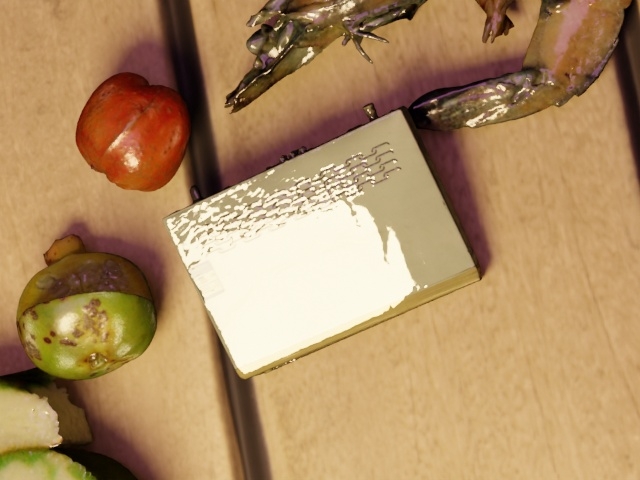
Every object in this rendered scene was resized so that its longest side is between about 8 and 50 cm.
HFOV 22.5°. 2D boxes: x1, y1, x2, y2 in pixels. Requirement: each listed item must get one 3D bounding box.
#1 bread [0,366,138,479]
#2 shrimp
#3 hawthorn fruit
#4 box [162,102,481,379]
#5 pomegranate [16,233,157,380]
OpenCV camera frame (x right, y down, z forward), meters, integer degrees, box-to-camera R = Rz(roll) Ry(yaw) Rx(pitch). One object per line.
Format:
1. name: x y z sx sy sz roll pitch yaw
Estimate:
1. bread: -0.310 0.318 1.637 0.366 0.129 0.382 5 84 20
2. shrimp: 0.106 -0.215 1.604 0.445 0.085 0.272 -27 82 10
3. hawthorn fruit: -0.193 -0.113 1.662 0.128 0.128 0.128 -2 83 17
4. box: 0.000 0.000 1.597 0.270 0.045 0.211 -26 96 14
5. pomegranate: -0.242 0.077 1.654 0.143 0.169 0.122 -21 118 -15
